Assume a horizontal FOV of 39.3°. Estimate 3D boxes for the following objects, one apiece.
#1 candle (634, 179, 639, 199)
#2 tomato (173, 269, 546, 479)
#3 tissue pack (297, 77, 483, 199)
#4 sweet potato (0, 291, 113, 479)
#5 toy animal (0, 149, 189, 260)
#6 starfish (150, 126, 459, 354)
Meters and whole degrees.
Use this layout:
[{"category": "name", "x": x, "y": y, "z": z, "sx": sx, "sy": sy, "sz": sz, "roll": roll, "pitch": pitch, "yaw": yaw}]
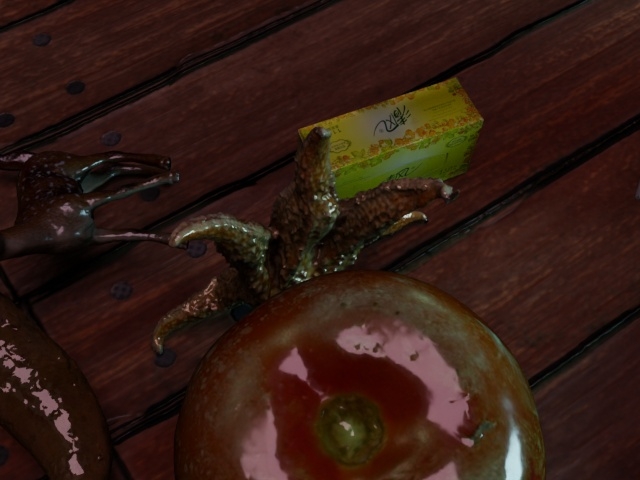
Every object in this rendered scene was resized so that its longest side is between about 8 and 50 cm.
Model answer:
[{"category": "candle", "x": 0.497, "y": -0.105, "z": 0.860, "sx": 0.342, "sy": 0.221, "sz": 0.221, "roll": 14, "pitch": 60, "yaw": 6}, {"category": "tomato", "x": 0.031, "y": 0.163, "z": 0.676, "sx": 0.270, "sy": 0.223, "sz": 0.270, "roll": -2, "pitch": 68, "yaw": 5}, {"category": "tissue pack", "x": 0.067, "y": -0.088, "z": 0.900, "sx": 0.176, "sy": 0.095, "sz": 0.062, "roll": -21, "pitch": 63, "yaw": -15}, {"category": "sweet potato", "x": -0.304, "y": 0.095, "z": 0.776, "sx": 0.341, "sy": 0.092, "sz": 0.114, "roll": 29, "pitch": 79, "yaw": 14}, {"category": "toy animal", "x": -0.255, "y": -0.019, "z": 0.811, "sx": 0.260, "sy": 0.087, "sz": 0.243, "roll": -7, "pitch": 20, "yaw": -14}, {"category": "starfish", "x": 0.000, "y": -0.001, "z": 0.739, "sx": 0.301, "sy": 0.293, "sz": 0.084, "roll": -18, "pitch": 75, "yaw": -15}]
